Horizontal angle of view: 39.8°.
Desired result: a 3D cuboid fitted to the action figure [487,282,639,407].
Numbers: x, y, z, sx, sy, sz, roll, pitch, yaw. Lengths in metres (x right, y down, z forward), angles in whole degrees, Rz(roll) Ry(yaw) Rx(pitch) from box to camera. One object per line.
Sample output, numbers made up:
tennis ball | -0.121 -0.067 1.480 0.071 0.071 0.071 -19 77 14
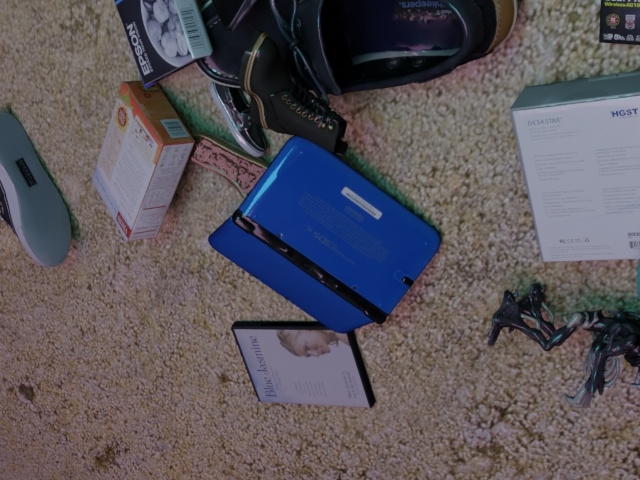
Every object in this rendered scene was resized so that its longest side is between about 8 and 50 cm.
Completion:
action figure | 0.394 0.158 1.280 0.276 0.164 0.141 18 106 29

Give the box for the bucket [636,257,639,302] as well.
bucket | 0.532 0.066 1.062 0.281 0.183 0.281 -1 110 -4

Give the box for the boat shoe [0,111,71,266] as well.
boat shoe | -0.582 -0.088 1.688 0.105 0.113 0.306 -10 111 40

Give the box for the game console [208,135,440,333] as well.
game console | 0.000 0.000 1.432 0.293 0.173 0.250 35 96 -12

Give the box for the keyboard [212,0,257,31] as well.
keyboard | -0.116 -0.369 1.226 0.023 0.180 0.108 18 122 -34

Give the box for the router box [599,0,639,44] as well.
router box | 0.400 -0.283 1.061 0.122 0.038 0.092 11 124 31

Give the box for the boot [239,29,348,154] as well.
boot | -0.026 -0.192 1.167 0.137 0.077 0.198 25 167 13

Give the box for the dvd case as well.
dvd case | -0.035 0.229 1.644 0.253 0.022 0.180 -3 118 31

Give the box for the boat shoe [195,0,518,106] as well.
boat shoe | 0.011 -0.286 1.208 0.500 0.156 0.186 1 121 30

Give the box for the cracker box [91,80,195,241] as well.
cracker box | -0.304 -0.132 1.495 0.155 0.067 0.232 55 135 27

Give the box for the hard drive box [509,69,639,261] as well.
hard drive box | 0.369 -0.094 1.173 0.181 0.089 0.232 -3 118 30

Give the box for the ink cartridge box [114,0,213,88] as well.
ink cartridge box | -0.262 -0.346 1.329 0.208 0.045 0.206 -11 99 51

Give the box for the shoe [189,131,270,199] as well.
shoe | -0.120 -0.113 1.459 0.219 0.058 0.076 35 110 0

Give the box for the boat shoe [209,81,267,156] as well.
boat shoe | -0.125 -0.198 1.406 0.040 0.049 0.142 -26 103 37
